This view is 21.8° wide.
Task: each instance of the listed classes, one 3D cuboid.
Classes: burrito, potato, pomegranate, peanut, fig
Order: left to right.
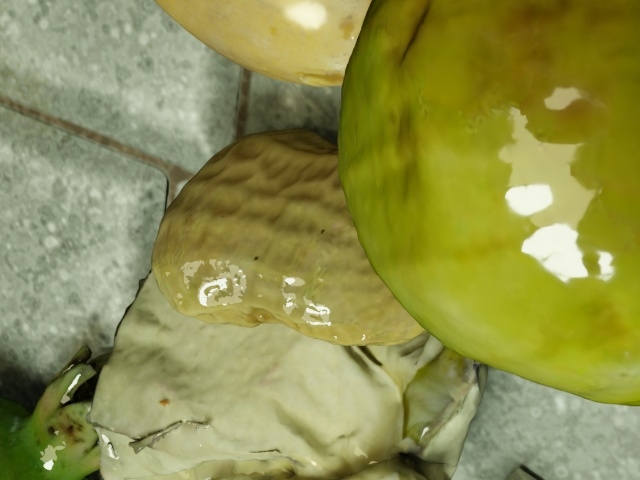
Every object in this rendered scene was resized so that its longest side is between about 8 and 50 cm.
[{"bbox_3d":[-0.292,0.211,1.465,0.242,0.242,0.306,27,102,22],"label":"pomegranate"},{"bbox_3d":[-0.042,-0.200,1.170,0.234,0.146,0.150,29,94,22],"label":"potato"},{"bbox_3d":[-0.014,0.126,1.278,0.332,0.190,0.135,4,145,35],"label":"burrito"},{"bbox_3d":[0.000,0.000,1.186,0.233,0.196,0.110,10,130,28],"label":"peanut"},{"bbox_3d":[0.165,-0.061,0.979,0.343,0.343,0.343,14,116,29],"label":"fig"}]

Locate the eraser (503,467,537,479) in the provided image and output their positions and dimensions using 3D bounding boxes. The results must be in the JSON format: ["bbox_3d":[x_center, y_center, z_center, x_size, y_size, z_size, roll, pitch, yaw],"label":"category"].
[{"bbox_3d":[0.270,0.326,1.200,0.404,0.098,0.096,33,124,18],"label":"eraser"}]
